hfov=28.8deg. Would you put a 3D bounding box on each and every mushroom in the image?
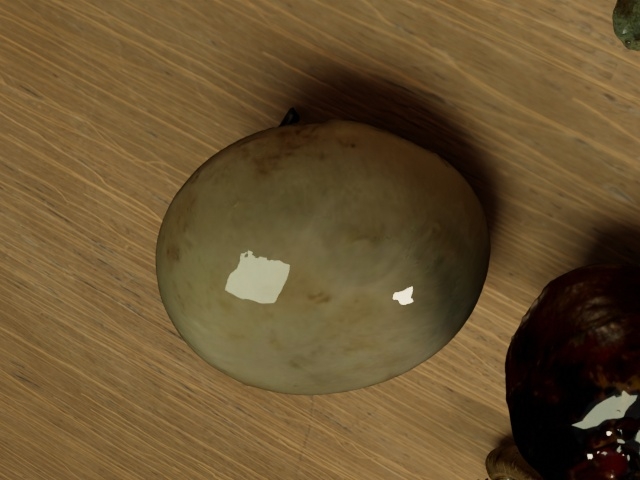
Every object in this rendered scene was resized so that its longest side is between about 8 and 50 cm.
[{"bbox_3d":[0.000,0.000,1.361,0.362,0.294,0.362,-6,143,-4],"label":"mushroom"},{"bbox_3d":[0.267,0.326,1.648,0.170,0.080,0.135,-12,111,48],"label":"mushroom"}]

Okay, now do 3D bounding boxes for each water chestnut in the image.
[{"bbox_3d":[0.306,0.165,1.253,0.289,0.244,0.289,24,142,20],"label":"water chestnut"}]

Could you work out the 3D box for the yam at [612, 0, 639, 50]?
[{"bbox_3d":[0.352,-0.212,0.969,0.274,0.061,0.061,-14,122,47],"label":"yam"}]
